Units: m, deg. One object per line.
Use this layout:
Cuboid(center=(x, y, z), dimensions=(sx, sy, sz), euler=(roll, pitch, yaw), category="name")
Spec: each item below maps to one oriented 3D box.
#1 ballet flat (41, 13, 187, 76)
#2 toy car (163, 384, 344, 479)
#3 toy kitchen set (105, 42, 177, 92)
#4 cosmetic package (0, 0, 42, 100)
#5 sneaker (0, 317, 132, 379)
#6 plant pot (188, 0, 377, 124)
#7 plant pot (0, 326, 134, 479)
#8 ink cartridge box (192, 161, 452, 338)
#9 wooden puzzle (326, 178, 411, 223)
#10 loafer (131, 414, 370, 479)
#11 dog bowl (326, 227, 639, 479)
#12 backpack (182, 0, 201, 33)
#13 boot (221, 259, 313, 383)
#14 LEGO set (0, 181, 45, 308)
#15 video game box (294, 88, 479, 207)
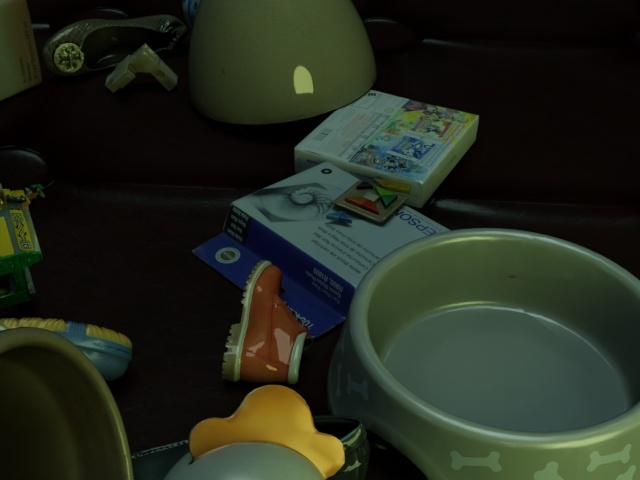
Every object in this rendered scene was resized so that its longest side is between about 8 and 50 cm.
Cuboid(center=(-0.320, -0.312, 1.500), dimensions=(0.250, 0.084, 0.058), euler=(-19, 39, -34), category="ballet flat")
Cuboid(center=(-0.034, 0.208, 0.582), dimensions=(0.210, 0.238, 0.219), euler=(14, 9, -21), category="toy car")
Cuboid(center=(-0.275, -0.239, 1.437), dimensions=(0.083, 0.075, 0.068), euler=(-36, 29, 17), category="toy kitchen set")
Cuboid(center=(-0.568, -0.257, 1.355), dimensions=(0.129, 0.153, 0.296), euler=(24, 44, 31), category="cosmetic package")
Cuboid(center=(-0.323, 0.141, 0.875), dimensions=(0.296, 0.112, 0.131), euler=(1, 76, -25), category="sneaker")
Cuboid(center=(-0.069, -0.316, 1.376), dimensions=(0.284, 0.191, 0.284), euler=(-7, 31, 4), category="plant pot")
Cuboid(center=(-0.295, 0.202, 0.681), dimensions=(0.229, 0.263, 0.263), euler=(-7, 34, 17), category="plant pot")
Cuboid(center=(0.000, 0.000, 1.101), dimensions=(0.224, 0.045, 0.223), euler=(-29, 45, -34), category="ink cartridge box")
Cuboid(center=(0.059, -0.050, 1.119), dimensions=(0.078, 0.014, 0.116), euler=(16, 35, 19), category="wooden puzzle")
Cuboid(center=(-0.068, 0.188, 0.816), dimensions=(0.223, 0.078, 0.076), euler=(-5, 36, -8), category="loafer")
Cuboid(center=(0.178, 0.113, 0.905), dimensions=(0.348, 0.102, 0.349), euler=(1, 36, -1), category="dog bowl")
Cuboid(center=(-0.157, -0.385, 1.545), dimensions=(0.117, 0.158, 0.173), euler=(18, 51, 35), category="backpack")
Cuboid(center=(-0.047, 0.086, 0.979), dimensions=(0.084, 0.059, 0.158), euler=(7, 45, 3), category="boot")
Cuboid(center=(-0.432, -0.018, 0.918), dimensions=(0.331, 0.255, 0.192), euler=(-18, 80, -9), category="LEGO set")
Cuboid(center=(0.094, -0.132, 1.284), dimensions=(0.187, 0.048, 0.205), euler=(16, 38, 24), category="video game box")
